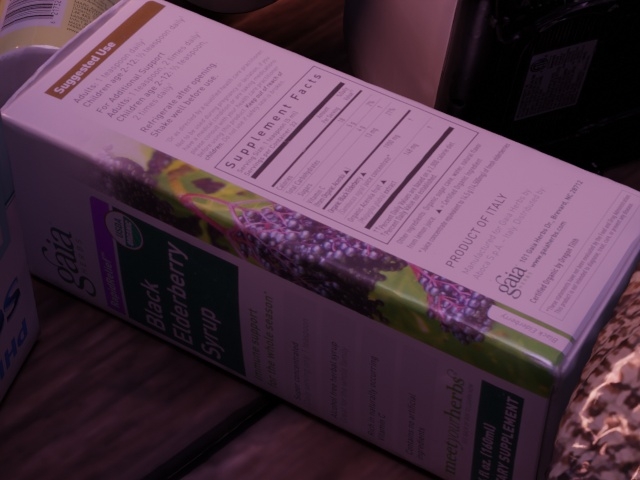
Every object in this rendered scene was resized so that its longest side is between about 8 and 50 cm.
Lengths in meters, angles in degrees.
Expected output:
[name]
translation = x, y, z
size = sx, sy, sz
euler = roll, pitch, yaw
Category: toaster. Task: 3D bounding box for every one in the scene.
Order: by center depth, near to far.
[toaster]
translation = 0.105, -0.112, 0.645
size = 0.168, 0.185, 0.110
euler = -18, 59, -16

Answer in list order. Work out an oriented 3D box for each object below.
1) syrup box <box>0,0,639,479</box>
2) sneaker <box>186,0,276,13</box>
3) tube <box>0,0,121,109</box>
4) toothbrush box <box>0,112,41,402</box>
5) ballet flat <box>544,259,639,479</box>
[syrup box]
translation = 0.000, 0.000, 0.599
size = 0.237, 0.093, 0.096
euler = 24, 51, 20
[sneaker]
translation = 0.020, -0.248, 0.679
size = 0.124, 0.178, 0.295
euler = 32, 81, 1
[tube]
translation = -0.113, -0.136, 0.759
size = 0.062, 0.070, 0.240
euler = -29, 36, 25
[toothbrush box]
translation = -0.196, -0.003, 0.460
size = 0.126, 0.295, 0.216
euler = 14, 47, 11
[ballet flat]
translation = 0.113, 0.121, 0.381
size = 0.164, 0.182, 0.483
euler = 41, 62, -6
